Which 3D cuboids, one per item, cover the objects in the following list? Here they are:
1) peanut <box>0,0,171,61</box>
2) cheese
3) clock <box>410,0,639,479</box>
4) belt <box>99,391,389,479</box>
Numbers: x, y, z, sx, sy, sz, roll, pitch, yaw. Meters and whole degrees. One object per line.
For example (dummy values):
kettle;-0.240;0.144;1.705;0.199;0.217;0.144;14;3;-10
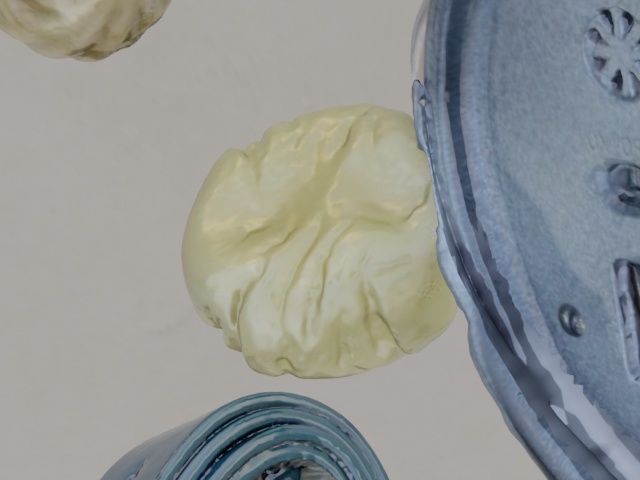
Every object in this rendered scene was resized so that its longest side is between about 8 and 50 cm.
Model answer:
peanut;-0.109;-0.249;1.070;0.140;0.153;0.325;25;71;-27
cheese;0.000;0.000;1.512;0.214;0.117;0.226;-14;47;1
clock;0.082;-0.010;0.325;0.063;0.229;0.155;-16;112;-33
belt;-0.085;0.339;1.741;0.300;0.173;0.436;40;53;-19
